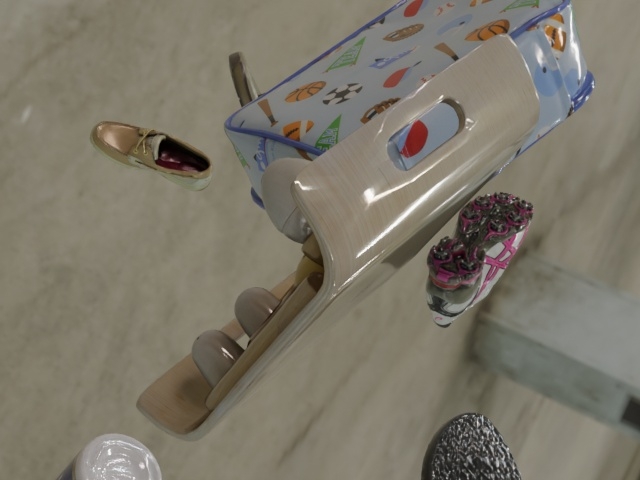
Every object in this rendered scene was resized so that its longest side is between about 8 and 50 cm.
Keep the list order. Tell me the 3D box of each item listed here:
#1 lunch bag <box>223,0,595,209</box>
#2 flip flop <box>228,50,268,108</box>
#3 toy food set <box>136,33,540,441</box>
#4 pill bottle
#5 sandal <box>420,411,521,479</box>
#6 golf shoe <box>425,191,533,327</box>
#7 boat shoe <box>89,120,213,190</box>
[{"bbox_3d":[0.078,-0.124,1.219,0.303,0.243,0.115,-35,118,-23],"label":"lunch bag"},{"bbox_3d":[-0.007,-0.107,1.532,0.080,0.277,0.112,-39,-162,8],"label":"flip flop"},{"bbox_3d":[0.000,0.000,0.941,0.220,0.092,0.306,-38,173,-38],"label":"toy food set"},{"bbox_3d":[-0.243,0.281,1.451,0.169,0.094,0.094,-48,177,41],"label":"pill bottle"},{"bbox_3d":[0.181,0.435,1.779,0.107,0.168,0.445,-31,-132,43],"label":"sandal"},{"bbox_3d":[0.161,0.016,1.439,0.186,0.067,0.086,-41,147,-41],"label":"golf shoe"},{"bbox_3d":[-0.174,-0.096,1.446,0.045,0.135,0.050,130,-23,-65],"label":"boat shoe"}]
